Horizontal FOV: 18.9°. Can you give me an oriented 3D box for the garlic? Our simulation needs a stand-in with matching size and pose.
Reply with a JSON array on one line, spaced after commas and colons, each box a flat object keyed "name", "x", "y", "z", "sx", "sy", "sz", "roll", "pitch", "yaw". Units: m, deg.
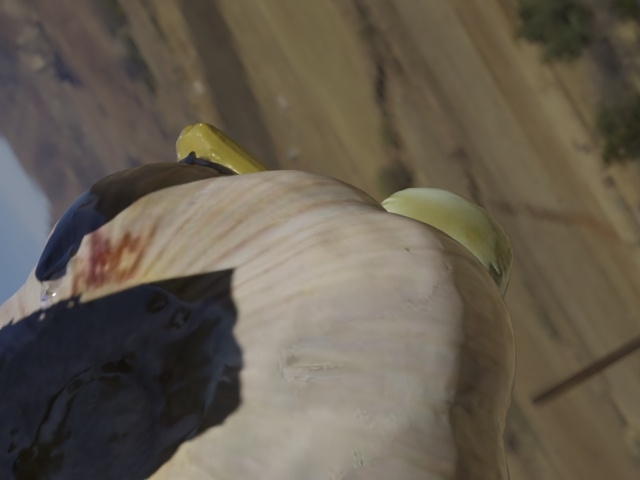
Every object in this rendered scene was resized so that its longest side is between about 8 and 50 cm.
[{"name": "garlic", "x": -0.053, "y": 0.109, "z": 0.922, "sx": 0.322, "sy": 0.322, "sz": 0.241, "roll": 57, "pitch": 166, "yaw": 31}]

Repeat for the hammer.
[{"name": "hammer", "x": 0.000, "y": 0.000, "z": 1.436, "sx": 0.305, "sy": 0.113, "sz": 0.202, "roll": 38, "pitch": 133, "yaw": 25}]
